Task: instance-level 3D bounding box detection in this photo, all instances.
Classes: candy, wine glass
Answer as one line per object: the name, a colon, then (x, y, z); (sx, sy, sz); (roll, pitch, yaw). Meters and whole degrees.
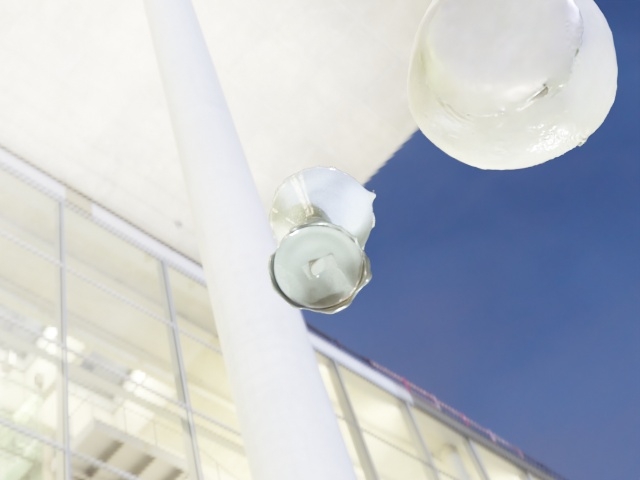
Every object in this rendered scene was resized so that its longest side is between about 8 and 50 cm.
candy: (0.252, -0.222, 1.291); (0.295, 0.295, 0.185); (-48, -32, 17)
wine glass: (0.000, 0.000, 1.250); (0.156, 0.232, 0.156); (0, -73, 1)
